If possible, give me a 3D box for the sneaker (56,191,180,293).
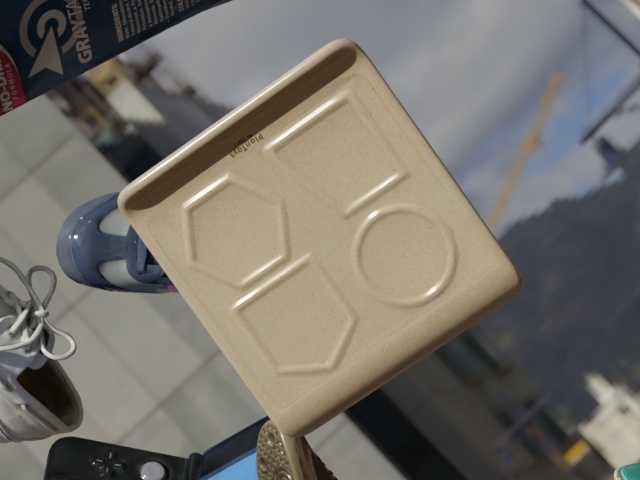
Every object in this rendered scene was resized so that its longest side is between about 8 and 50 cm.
[{"bbox_3d":[-0.100,0.002,1.866,0.319,0.112,0.131,-3,6,-28],"label":"sneaker"}]

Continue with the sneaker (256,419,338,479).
[{"bbox_3d":[-0.001,0.238,1.624,0.071,0.188,0.066,-19,8,-33],"label":"sneaker"}]

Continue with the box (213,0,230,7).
[{"bbox_3d":[-0.141,-0.343,2.016,0.231,0.183,0.056,-12,31,44],"label":"box"}]

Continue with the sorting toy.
[{"bbox_3d":[0.000,0.000,1.223,0.193,0.208,0.038,-35,9,11],"label":"sorting toy"}]

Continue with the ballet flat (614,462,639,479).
[{"bbox_3d":[0.380,0.281,2.066,0.168,0.057,0.052,6,-49,-38],"label":"ballet flat"}]

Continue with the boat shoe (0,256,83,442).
[{"bbox_3d":[-0.343,0.103,2.048,0.367,0.156,0.136,71,-158,-44],"label":"boat shoe"}]

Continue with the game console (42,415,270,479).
[{"bbox_3d":[-0.169,0.303,1.926,0.173,0.250,0.293,110,169,-46],"label":"game console"}]

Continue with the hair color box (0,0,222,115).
[{"bbox_3d":[-0.188,-0.206,1.303,0.347,0.174,0.105,-32,-47,-26],"label":"hair color box"}]
